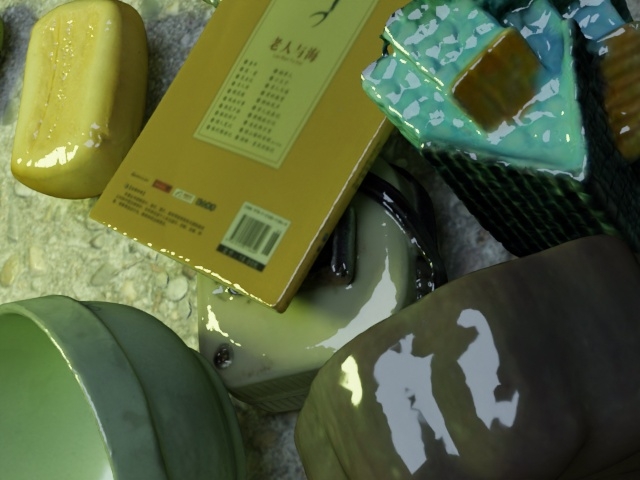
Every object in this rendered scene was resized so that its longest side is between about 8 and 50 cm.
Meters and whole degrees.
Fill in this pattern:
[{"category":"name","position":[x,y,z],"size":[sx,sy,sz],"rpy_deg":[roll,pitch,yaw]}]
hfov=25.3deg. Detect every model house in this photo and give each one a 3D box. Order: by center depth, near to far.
[{"category":"model house","position":[0.205,-0.092,1.133],"size":[0.226,0.261,0.241],"rpy_deg":[-42,56,7]}]

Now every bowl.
[{"category":"bowl","position":[-0.174,0.189,1.232],"size":[0.307,0.163,0.307],"rpy_deg":[26,121,53]}]

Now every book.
[{"category":"book","position":[-0.028,-0.143,1.286],"size":[0.269,0.032,0.389],"rpy_deg":[25,80,41]}]

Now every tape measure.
[{"category":"tape measure","position":[0.000,0.000,1.284],"size":[0.231,0.133,0.271],"rpy_deg":[-16,60,21]}]

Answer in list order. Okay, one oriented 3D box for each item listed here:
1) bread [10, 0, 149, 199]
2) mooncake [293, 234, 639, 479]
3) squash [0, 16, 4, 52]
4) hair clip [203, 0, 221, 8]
[{"category":"bread","position":[-0.243,-0.145,1.489],"size":[0.147,0.098,0.217],"rpy_deg":[-4,65,27]},{"category":"mooncake","position":[0.139,0.136,1.065],"size":[0.306,0.306,0.154],"rpy_deg":[-30,64,14]},{"category":"squash","position":[-0.422,-0.161,1.606],"size":[0.083,0.083,0.250],"rpy_deg":[11,78,31]},{"category":"hair clip","position":[-0.022,-0.274,1.433],"size":[0.321,0.091,0.138],"rpy_deg":[23,84,34]}]
